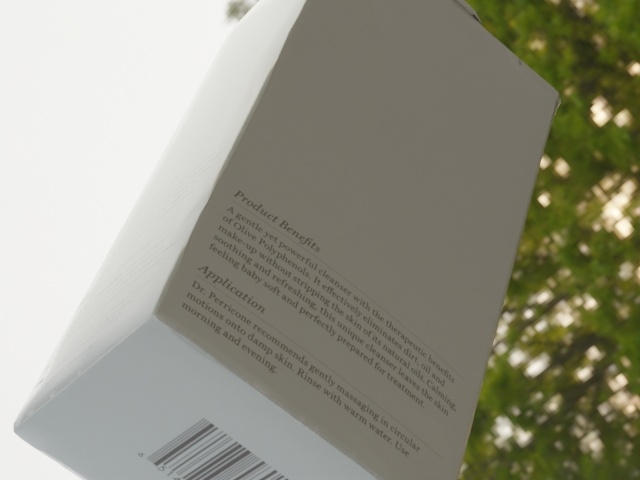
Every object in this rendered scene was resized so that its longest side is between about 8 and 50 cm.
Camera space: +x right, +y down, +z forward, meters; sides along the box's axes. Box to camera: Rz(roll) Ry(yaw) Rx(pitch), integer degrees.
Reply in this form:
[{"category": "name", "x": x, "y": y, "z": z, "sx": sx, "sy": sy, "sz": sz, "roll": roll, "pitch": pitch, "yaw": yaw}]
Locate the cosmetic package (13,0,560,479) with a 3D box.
[{"category": "cosmetic package", "x": 0.000, "y": 0.000, "z": 0.880, "sx": 0.197, "sy": 0.155, "sz": 0.365, "roll": 39, "pitch": -137, "yaw": -15}]
